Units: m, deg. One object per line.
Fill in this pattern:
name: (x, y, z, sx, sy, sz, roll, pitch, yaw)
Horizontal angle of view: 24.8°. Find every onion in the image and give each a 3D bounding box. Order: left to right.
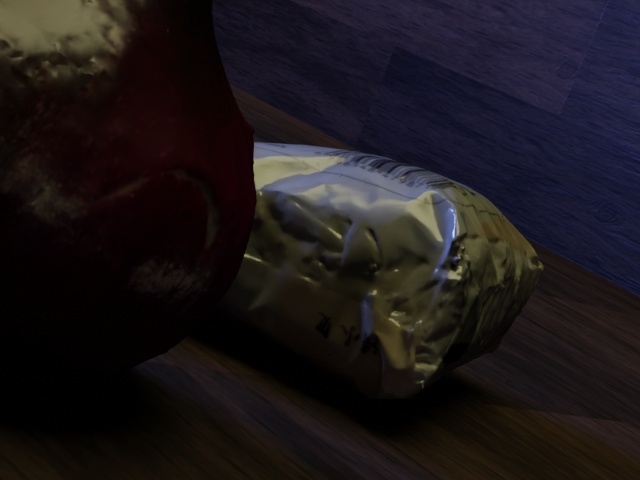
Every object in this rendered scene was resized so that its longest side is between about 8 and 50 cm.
onion: (-0.171, -0.107, 0.957, 0.347, 0.385, 0.348, 33, 11, -7)

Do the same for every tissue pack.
tissue pack: (0.000, 0.000, 1.343, 0.375, 0.195, 0.390, 22, 8, 21)
